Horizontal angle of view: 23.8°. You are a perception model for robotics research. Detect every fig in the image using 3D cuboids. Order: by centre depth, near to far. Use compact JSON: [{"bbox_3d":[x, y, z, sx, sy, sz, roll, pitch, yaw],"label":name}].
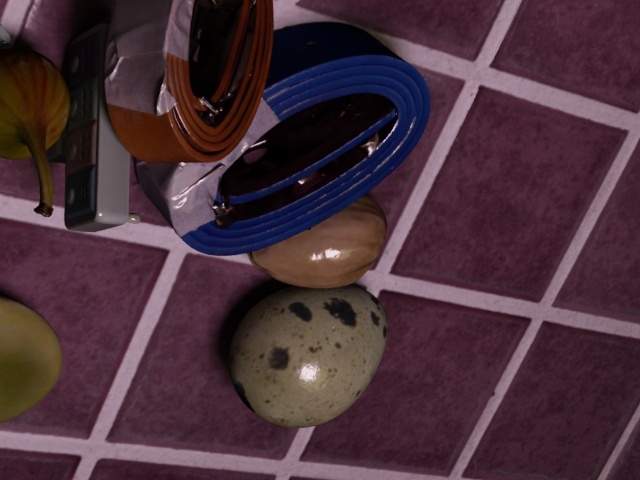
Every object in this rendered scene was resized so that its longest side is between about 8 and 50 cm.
[{"bbox_3d":[-0.308,-0.110,1.564,0.124,0.236,0.124,-12,130,-14],"label":"fig"}]

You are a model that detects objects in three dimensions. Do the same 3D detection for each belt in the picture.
[{"bbox_3d":[-0.137,-0.209,1.606,0.184,0.105,0.261,40,59,-46],"label":"belt"},{"bbox_3d":[-0.043,-0.124,1.789,0.347,0.117,0.212,-28,131,-13],"label":"belt"}]

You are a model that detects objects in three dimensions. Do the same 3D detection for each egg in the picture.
[{"bbox_3d":[-0.010,0.139,1.937,0.228,0.177,0.177,-31,131,-25],"label":"egg"}]

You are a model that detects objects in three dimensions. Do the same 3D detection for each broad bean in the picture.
[{"bbox_3d":[-0.409,0.139,1.739,0.189,0.121,0.263,-48,133,10],"label":"broad bean"}]

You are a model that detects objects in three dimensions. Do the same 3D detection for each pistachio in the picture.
[{"bbox_3d":[0.000,0.000,1.902,0.185,0.108,0.126,-16,89,-18],"label":"pistachio"}]

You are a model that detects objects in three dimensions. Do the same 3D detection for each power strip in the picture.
[{"bbox_3d":[-0.249,-0.116,1.656,0.061,0.145,0.216,8,80,-34],"label":"power strip"}]

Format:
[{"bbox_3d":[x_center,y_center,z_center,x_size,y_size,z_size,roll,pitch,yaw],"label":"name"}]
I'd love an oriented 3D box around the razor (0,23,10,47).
[{"bbox_3d":[-0.392,-0.254,1.554,0.068,0.037,0.191,-18,147,36],"label":"razor"}]
